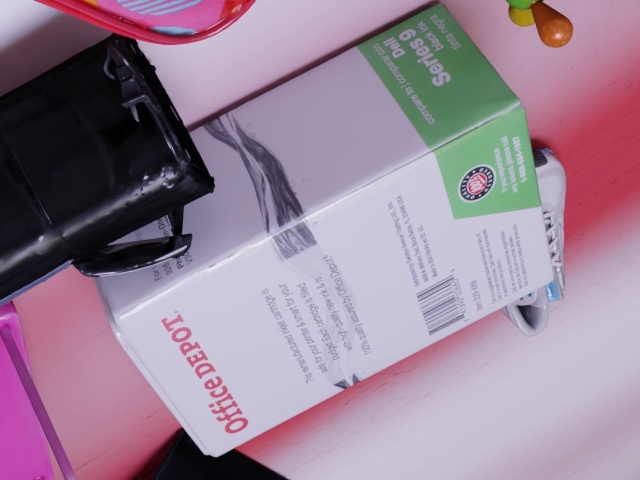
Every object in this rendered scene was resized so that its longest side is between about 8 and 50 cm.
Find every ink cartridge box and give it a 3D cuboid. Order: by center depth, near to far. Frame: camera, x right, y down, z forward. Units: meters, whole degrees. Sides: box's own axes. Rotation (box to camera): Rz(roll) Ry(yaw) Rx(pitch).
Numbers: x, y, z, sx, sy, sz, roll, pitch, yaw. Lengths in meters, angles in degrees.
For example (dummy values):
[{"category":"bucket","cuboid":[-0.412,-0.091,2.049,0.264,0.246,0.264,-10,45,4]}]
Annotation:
[{"category":"ink cartridge box","cuboid":[0.000,0.000,0.886,0.289,0.121,0.211,-27,143,-4]}]

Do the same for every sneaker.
[{"category":"sneaker","cuboid":[0.177,0.007,1.050,0.071,0.083,0.190,-19,141,-12]}]

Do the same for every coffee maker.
[{"category":"coffee maker","cuboid":[-0.166,-0.039,0.720,0.178,0.120,0.171,-29,154,0]}]

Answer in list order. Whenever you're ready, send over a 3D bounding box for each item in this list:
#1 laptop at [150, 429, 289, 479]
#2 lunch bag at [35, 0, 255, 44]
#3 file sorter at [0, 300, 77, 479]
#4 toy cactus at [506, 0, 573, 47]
[{"category":"laptop","cuboid":[-0.177,0.292,1.201,0.264,0.136,0.234,-15,149,23]},{"category":"lunch bag","cuboid":[-0.122,-0.212,0.571,0.293,0.120,0.258,16,128,-43]},{"category":"file sorter","cuboid":[-0.297,0.207,0.821,0.291,0.182,0.202,-20,139,-20]},{"category":"toy cactus","cuboid":[0.119,-0.209,0.737,0.219,0.112,0.180,11,130,-36]}]
